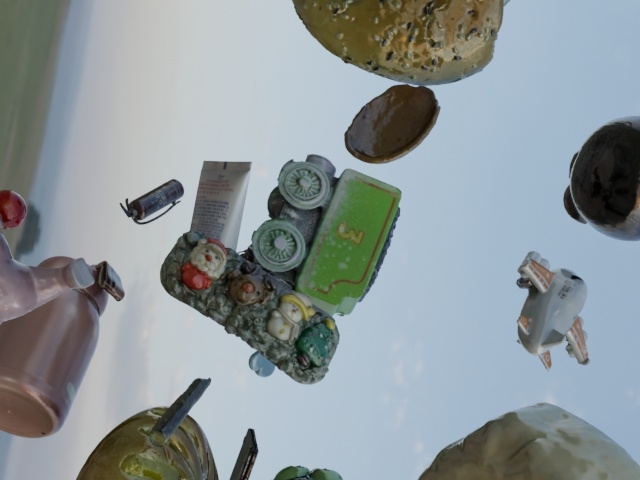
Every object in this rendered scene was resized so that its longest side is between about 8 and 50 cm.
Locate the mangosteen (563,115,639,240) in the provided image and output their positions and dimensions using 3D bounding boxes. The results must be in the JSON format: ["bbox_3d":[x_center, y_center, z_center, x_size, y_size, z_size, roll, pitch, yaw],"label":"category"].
[{"bbox_3d":[0.634,-0.134,2.391,0.302,0.274,0.275,11,-90,62],"label":"mangosteen"}]

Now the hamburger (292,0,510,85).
[{"bbox_3d":[0.096,-0.281,1.397,0.167,0.287,0.192,-99,-177,-85],"label":"hamburger"}]

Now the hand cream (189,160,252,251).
[{"bbox_3d":[-0.183,-0.017,1.946,0.133,0.083,0.248,9,-94,44],"label":"hand cream"}]

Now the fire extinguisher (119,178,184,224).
[{"bbox_3d":[-0.329,-0.073,2.217,0.043,0.158,0.064,-13,-75,37],"label":"fire extinguisher"}]

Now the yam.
[{"bbox_3d":[-0.186,0.224,1.514,0.033,0.027,0.129,-54,178,38],"label":"yam"}]

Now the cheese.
[{"bbox_3d":[0.229,0.337,1.184,0.318,0.115,0.327,24,-59,48],"label":"cheese"}]

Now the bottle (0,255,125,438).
[{"bbox_3d":[-0.447,0.166,1.904,0.206,0.173,0.297,-13,-140,31],"label":"bottle"}]

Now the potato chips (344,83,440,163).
[{"bbox_3d":[0.139,-0.215,2.135,0.202,0.150,0.049,-57,156,-22],"label":"potato chips"}]

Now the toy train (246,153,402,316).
[{"bbox_3d":[0.000,0.000,2.119,0.173,0.248,0.307,116,-3,-68],"label":"toy train"}]

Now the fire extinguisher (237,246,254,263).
[{"bbox_3d":[-0.158,0.067,2.104,0.035,0.049,0.173,-69,-179,-50],"label":"fire extinguisher"}]

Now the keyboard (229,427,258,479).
[{"bbox_3d":[-0.161,0.466,1.882,0.101,0.018,0.310,-118,-133,-74],"label":"keyboard"}]

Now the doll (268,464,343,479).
[{"bbox_3d":[-0.009,0.428,1.502,0.186,0.198,0.322,-70,150,-47],"label":"doll"}]

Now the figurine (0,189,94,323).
[{"bbox_3d":[-0.385,0.068,1.137,0.287,0.176,0.186,-38,-169,-26],"label":"figurine"}]

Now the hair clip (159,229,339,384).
[{"bbox_3d":[-0.101,0.099,1.818,0.091,0.321,0.138,-45,-166,55],"label":"hair clip"}]

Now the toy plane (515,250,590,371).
[{"bbox_3d":[0.442,0.135,2.146,0.117,0.244,0.245,-21,-125,41],"label":"toy plane"}]

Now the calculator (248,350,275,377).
[{"bbox_3d":[-0.052,0.134,2.246,0.042,0.188,0.303,34,-89,35],"label":"calculator"}]

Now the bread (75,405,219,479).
[{"bbox_3d":[-0.257,0.403,1.730,0.333,0.160,0.333,-54,156,-37],"label":"bread"}]
